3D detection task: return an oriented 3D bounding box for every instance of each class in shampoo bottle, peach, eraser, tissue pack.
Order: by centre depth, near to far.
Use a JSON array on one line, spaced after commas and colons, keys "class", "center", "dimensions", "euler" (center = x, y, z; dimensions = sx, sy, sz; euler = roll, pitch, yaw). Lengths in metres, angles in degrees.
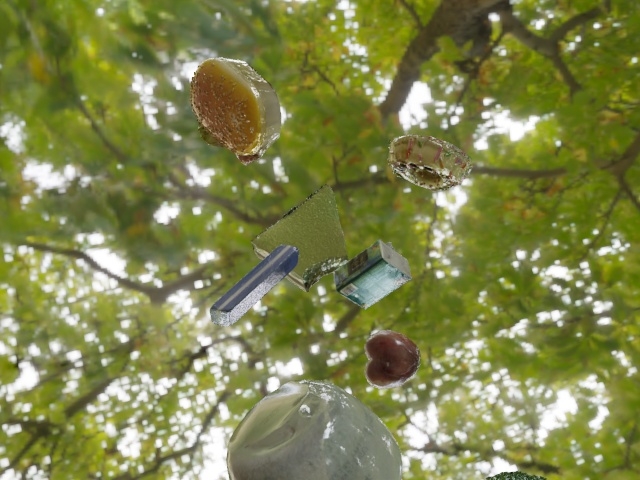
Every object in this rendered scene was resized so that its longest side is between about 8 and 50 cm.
[{"class": "tissue pack", "center": [0.091, 0.054, 1.611], "dimensions": [0.111, 0.085, 0.079], "euler": [-37, -141, 26]}, {"class": "shampoo bottle", "center": [-0.009, 0.440, 1.698], "dimensions": [0.322, 0.322, 0.317], "euler": [16, -38, 58]}, {"class": "eraser", "center": [-0.135, 0.092, 1.854], "dimensions": [0.036, 0.225, 0.082], "euler": [40, -24, 17]}, {"class": "peach", "center": [0.185, 0.302, 2.302], "dimensions": [0.152, 0.152, 0.152], "euler": [27, -58, 54]}]

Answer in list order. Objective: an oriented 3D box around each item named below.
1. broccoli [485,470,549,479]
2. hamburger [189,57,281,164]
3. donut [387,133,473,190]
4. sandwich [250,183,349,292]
[{"class": "broccoli", "center": [0.293, 0.447, 1.236], "dimensions": [0.261, 0.241, 0.269], "euler": [52, -8, 13]}, {"class": "hamburger", "center": [-0.161, -0.242, 1.673], "dimensions": [0.210, 0.116, 0.173], "euler": [47, -33, 30]}, {"class": "donut", "center": [0.212, -0.152, 1.786], "dimensions": [0.174, 0.174, 0.068], "euler": [-1, -113, 60]}, {"class": "sandwich", "center": [0.000, 0.000, 2.050], "dimensions": [0.212, 0.245, 0.063], "euler": [35, -28, 35]}]
